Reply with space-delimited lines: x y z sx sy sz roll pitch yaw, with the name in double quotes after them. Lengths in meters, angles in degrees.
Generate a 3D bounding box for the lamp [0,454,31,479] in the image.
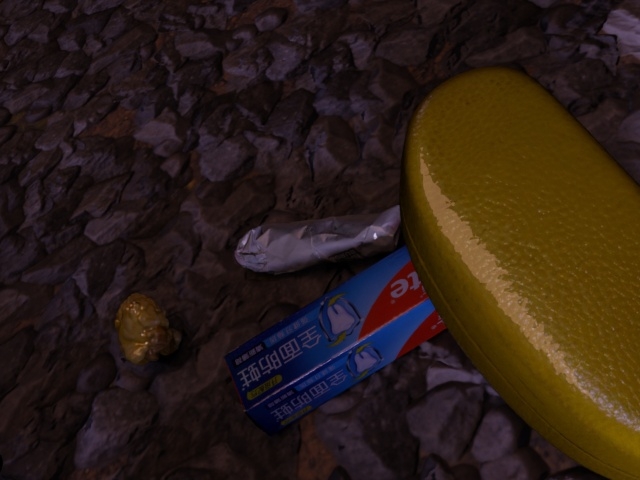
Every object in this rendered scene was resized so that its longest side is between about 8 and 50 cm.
-0.456 0.291 0.724 0.374 0.205 0.272 17 58 23 "lamp"

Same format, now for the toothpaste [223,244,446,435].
0.061 0.073 0.750 0.320 0.066 0.076 -32 47 0 "toothpaste"

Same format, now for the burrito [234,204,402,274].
0.000 0.001 0.842 0.203 0.064 0.064 -9 51 17 "burrito"

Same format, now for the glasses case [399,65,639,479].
0.190 0.037 0.616 0.173 0.141 0.371 -30 67 -11 "glasses case"

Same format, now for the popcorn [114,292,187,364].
-0.188 0.102 0.847 0.084 0.084 0.084 -13 49 16 "popcorn"
